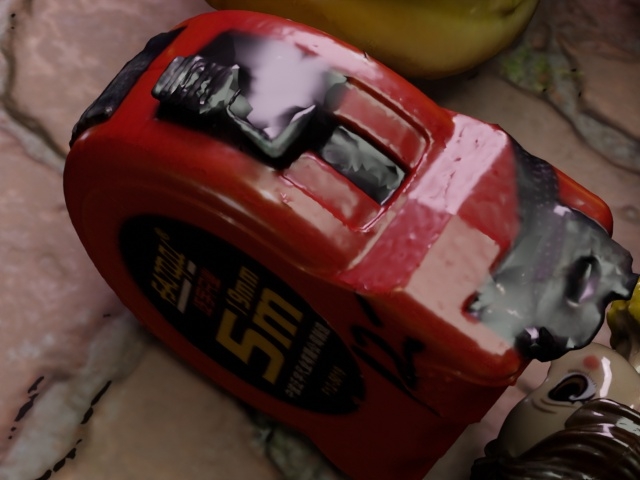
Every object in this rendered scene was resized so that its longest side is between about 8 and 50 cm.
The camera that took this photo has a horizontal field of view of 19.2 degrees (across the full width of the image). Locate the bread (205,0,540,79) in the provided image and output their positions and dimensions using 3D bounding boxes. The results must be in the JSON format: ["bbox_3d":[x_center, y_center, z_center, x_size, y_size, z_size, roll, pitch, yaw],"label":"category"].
[{"bbox_3d":[0.052,-0.229,1.044,0.211,0.270,0.316,0,26,30],"label":"bread"}]

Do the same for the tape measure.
[{"bbox_3d":[0.000,0.000,0.914,0.260,0.253,0.114,36,65,5],"label":"tape measure"}]

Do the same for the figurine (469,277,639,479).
[{"bbox_3d":[0.194,0.038,0.987,0.315,0.168,0.187,-47,34,-20],"label":"figurine"}]
